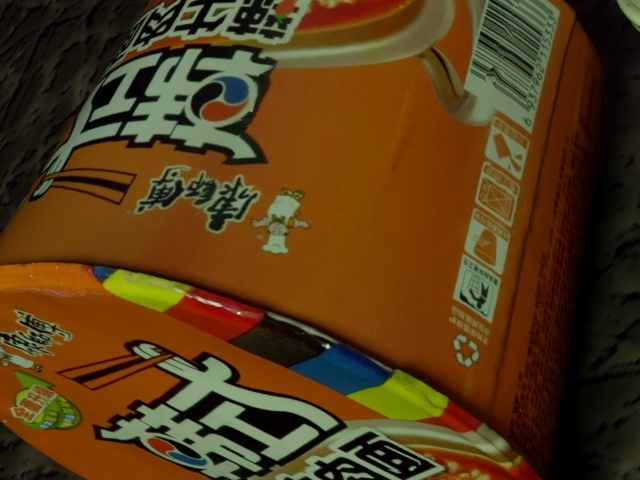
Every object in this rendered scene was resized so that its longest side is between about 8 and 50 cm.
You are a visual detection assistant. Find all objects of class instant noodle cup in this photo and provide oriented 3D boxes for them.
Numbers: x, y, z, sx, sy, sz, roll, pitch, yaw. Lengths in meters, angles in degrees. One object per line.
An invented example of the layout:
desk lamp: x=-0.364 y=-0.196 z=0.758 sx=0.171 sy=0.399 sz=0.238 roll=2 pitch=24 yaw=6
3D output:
instant noodle cup: x=0.000 y=0.000 z=0.671 sx=0.250 sy=0.250 sz=0.192 roll=-4 pitch=55 yaw=42

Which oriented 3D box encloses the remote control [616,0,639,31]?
remote control: x=0.185 y=-0.183 z=0.747 sx=0.078 sy=0.042 sz=0.221 roll=-1 pitch=66 yaw=42
